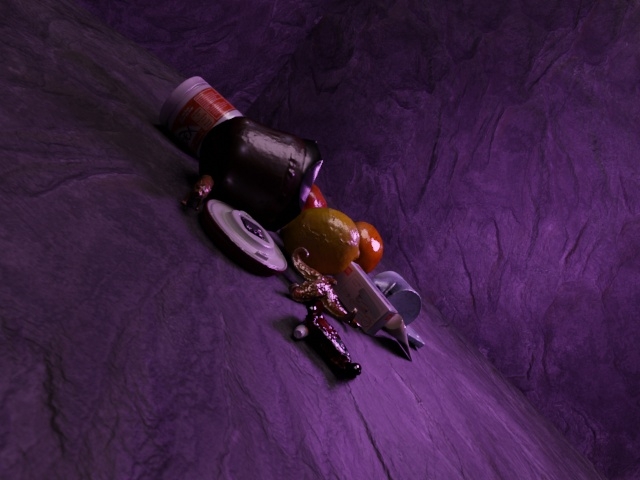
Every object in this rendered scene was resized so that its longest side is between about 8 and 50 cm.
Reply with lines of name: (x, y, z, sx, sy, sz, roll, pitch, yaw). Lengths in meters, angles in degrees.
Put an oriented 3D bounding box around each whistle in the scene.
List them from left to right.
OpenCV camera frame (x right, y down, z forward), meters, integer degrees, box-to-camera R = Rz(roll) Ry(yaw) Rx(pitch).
whistle: (0.316, 0.309, 1.888, 0.168, 0.188, 0.405, -127, -161, -60)

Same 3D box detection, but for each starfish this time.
starfish: (0.011, 0.169, 1.434, 0.312, 0.113, 0.303, 34, 13, -48)

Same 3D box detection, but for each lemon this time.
lemon: (0.000, 0.000, 1.637, 0.310, 0.254, 0.253, 16, 17, -9)

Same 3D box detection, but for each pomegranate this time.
pomegranate: (0.143, 0.039, 1.981, 0.264, 0.264, 0.264, 41, 12, -10)

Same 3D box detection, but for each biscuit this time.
biscuit: (0.032, 0.268, 1.202, 0.235, 0.063, 0.151, 53, 8, 14)

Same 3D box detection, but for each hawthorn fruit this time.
hawthorn fruit: (-0.051, -0.160, 2.234, 0.243, 0.207, 0.207, 41, 11, -31)

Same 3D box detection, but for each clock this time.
clock: (-0.226, -0.017, 1.374, 0.318, 0.080, 0.318, 40, 12, -11)

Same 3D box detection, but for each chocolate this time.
chocolate: (-0.241, -0.263, 1.543, 0.331, 0.384, 0.384, 30, 17, -37)

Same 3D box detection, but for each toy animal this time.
toy animal: (-0.361, -0.151, 1.353, 0.056, 0.099, 0.241, 40, 13, -16)

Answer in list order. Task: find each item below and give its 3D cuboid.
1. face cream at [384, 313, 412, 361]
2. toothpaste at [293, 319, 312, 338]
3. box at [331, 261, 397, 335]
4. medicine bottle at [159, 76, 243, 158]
face cream: (0.304, 0.367, 1.708, 0.114, 0.070, 0.224, 56, -4, 48)
toothpaste: (-0.034, 0.237, 1.225, 0.052, 0.033, 0.218, 53, 10, 9)
box: (0.151, 0.213, 1.672, 0.079, 0.135, 0.269, 27, 20, -54)
medicine bottle: (-0.475, -0.485, 1.803, 0.241, 0.252, 0.252, 42, 11, -3)
